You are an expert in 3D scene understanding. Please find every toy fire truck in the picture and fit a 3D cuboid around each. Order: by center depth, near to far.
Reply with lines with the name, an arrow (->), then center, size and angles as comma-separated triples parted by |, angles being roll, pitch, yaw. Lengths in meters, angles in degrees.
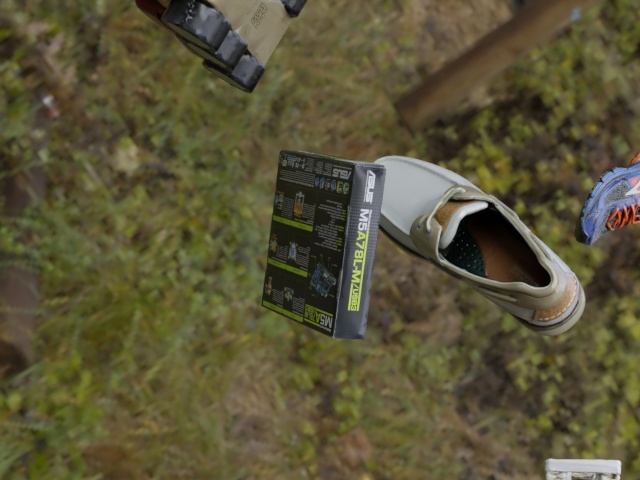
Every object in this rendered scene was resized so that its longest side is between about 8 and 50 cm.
toy fire truck -> -0.163, -0.245, 1.305 | 0.246, 0.158, 0.217 | 30, -2, 13

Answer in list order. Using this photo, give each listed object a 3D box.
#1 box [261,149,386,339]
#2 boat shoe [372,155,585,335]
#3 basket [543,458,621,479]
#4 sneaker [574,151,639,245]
box -> 0.000, 0.000, 1.508 | 0.045, 0.191, 0.184 | 2, 96, -26
boat shoe -> 0.159, -0.014, 1.540 | 0.302, 0.113, 0.103 | 33, -8, 28
basket -> 0.395, 0.386, 2.110 | 0.167, 0.113, 0.103 | 49, 41, -75
sneaker -> 0.426, -0.057, 1.886 | 0.087, 0.221, 0.083 | 41, -30, 25
